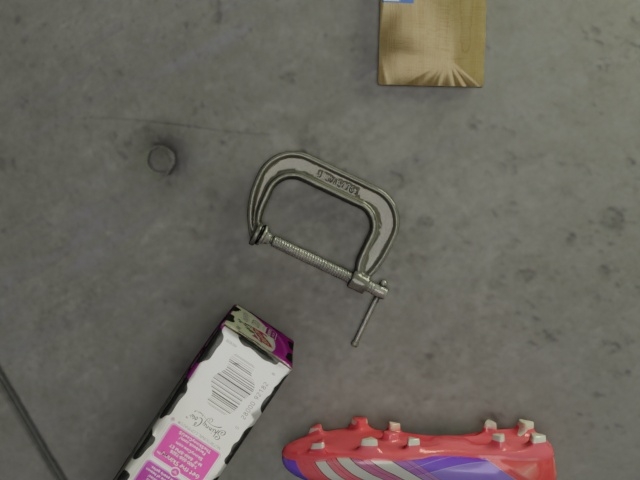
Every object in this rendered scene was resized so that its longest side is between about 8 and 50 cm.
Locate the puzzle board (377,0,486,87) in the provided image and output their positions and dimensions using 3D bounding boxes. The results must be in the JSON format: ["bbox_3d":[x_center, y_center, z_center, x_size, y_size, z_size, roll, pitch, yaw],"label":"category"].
[{"bbox_3d":[0.102,-0.204,1.004,0.096,0.011,0.128,1,92,-1],"label":"puzzle board"}]

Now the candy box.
[{"bbox_3d":[-0.114,0.173,0.944,0.071,0.159,0.233,33,91,-2],"label":"candy box"}]

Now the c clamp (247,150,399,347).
[{"bbox_3d":[0.000,0.000,1.006,0.161,0.022,0.137,31,92,-4],"label":"c clamp"}]

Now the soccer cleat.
[{"bbox_3d":[0.090,0.213,0.995,0.248,0.083,0.095,-1,98,-5],"label":"soccer cleat"}]
